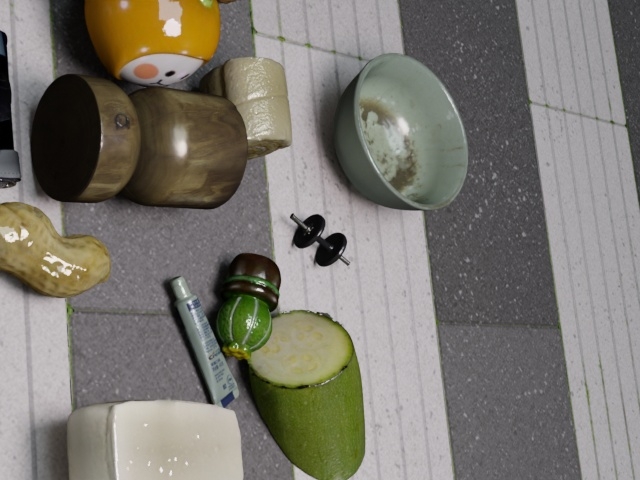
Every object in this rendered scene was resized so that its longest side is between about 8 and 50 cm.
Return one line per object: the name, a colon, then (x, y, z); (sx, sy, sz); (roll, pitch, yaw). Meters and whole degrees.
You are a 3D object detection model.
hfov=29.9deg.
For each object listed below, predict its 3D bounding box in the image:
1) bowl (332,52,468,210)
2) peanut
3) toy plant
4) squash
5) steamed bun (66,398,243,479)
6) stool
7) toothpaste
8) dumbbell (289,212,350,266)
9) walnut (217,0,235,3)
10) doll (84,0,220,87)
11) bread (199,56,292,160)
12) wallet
bowl: (0.119, -0.177, 2.145); (0.289, 0.146, 0.289); (16, 66, -40)
peanut: (-0.381, 0.014, 1.626); (0.229, 0.098, 0.103); (32, 84, -38)
toy plant: (-0.115, 0.106, 1.867); (0.093, 0.093, 0.162); (30, 61, -36)
squash: (-0.023, 0.264, 1.960); (0.189, 0.189, 0.260); (-54, 151, -40)
steamed bun: (-0.238, 0.293, 1.633); (0.242, 0.164, 0.146); (10, 69, -42)
stool: (-0.258, -0.138, 1.734); (0.264, 0.179, 0.179); (2, 77, -45)
toothpaste: (-0.180, 0.154, 1.826); (0.062, 0.037, 0.216); (-35, 107, -48)
dumbbell: (0.000, 0.000, 2.027); (0.147, 0.069, 0.069); (39, 53, -29)
walnut: (-0.172, -0.467, 1.895); (0.213, 0.213, 0.213); (15, 67, -41)
doll: (-0.220, -0.338, 1.749); (0.213, 0.236, 0.213); (47, 30, -38)
bread: (-0.118, -0.205, 1.914); (0.134, 0.148, 0.141); (-1, 78, -29)
wallet: (-0.479, -0.185, 1.609); (0.170, 0.069, 0.230); (3, 77, -49)
